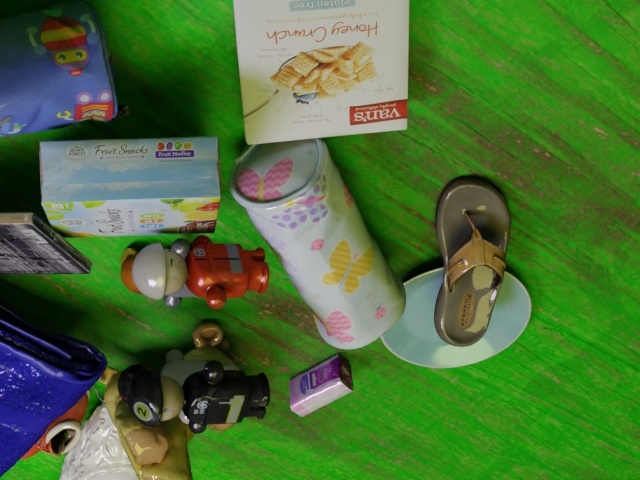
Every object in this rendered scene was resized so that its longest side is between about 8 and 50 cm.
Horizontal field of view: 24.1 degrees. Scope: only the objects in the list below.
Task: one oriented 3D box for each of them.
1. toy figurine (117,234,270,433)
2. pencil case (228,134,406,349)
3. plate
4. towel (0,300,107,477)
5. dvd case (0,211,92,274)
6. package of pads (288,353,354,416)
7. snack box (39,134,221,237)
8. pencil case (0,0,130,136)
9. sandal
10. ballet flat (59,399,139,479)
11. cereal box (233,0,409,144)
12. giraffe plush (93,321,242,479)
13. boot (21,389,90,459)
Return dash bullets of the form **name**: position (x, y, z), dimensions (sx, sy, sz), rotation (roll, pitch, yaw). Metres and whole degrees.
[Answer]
- **toy figurine**: position (-0.150, 0.100, 1.639), dimensions (0.148, 0.209, 0.213), rotation (0, 91, -18)
- **pencil case**: position (0.000, 0.000, 1.647), dimensions (0.113, 0.124, 0.273), rotation (-38, 135, -8)
- **plate**: position (0.162, 0.087, 1.820), dimensions (0.188, 0.024, 0.188), rotation (-3, 135, -3)
- **towel**: position (-0.419, 0.181, 1.756), dimensions (0.228, 0.076, 0.308), rotation (30, 132, -19)
- **dvd case**: position (-0.374, 0.004, 1.586), dimensions (0.221, 0.018, 0.164), rotation (-1, 161, 14)
- **package of pads**: position (-0.001, 0.182, 1.875), dimensions (0.083, 0.050, 0.032), rotation (-29, 132, 21)
- **snack box**: position (-0.191, -0.052, 1.528), dimensions (0.175, 0.070, 0.207), rotation (-2, 170, -7)
- **pencil case**: position (-0.340, -0.135, 1.413), dimensions (0.306, 0.119, 0.133), rotation (-17, 175, -15)
- **sandal**: position (0.172, 0.033, 1.714), dimensions (0.090, 0.060, 0.219), rotation (2, 115, -10)
- **ballet flat**: position (-0.286, 0.372, 1.972), dimensions (0.147, 0.147, 0.409), rotation (12, 132, -19)
- **cereal box**: position (0.002, -0.202, 1.487), dimensions (0.173, 0.047, 0.240), rotation (-6, 136, -2)
- **giraffe plush**: position (-0.161, 0.200, 1.796), dimensions (0.170, 0.210, 0.181), rotation (-26, 144, -12)
- **boot**: position (-0.345, 0.241, 1.865), dimensions (0.059, 0.084, 0.158), rotation (26, 128, -32)
